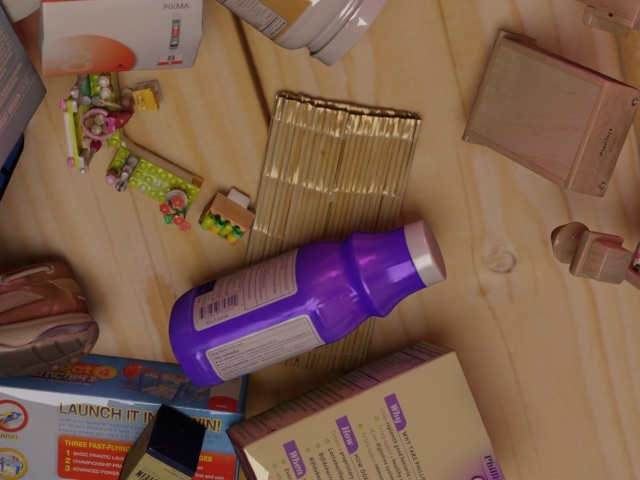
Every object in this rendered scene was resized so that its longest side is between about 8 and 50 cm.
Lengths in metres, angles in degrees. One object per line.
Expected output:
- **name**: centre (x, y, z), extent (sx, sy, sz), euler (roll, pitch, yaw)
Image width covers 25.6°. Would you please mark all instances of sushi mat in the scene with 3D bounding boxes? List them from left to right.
- **sushi mat**: centre (0.000, 0.000, 1.479), extent (0.151, 0.019, 0.316), euler (10, 118, -4)

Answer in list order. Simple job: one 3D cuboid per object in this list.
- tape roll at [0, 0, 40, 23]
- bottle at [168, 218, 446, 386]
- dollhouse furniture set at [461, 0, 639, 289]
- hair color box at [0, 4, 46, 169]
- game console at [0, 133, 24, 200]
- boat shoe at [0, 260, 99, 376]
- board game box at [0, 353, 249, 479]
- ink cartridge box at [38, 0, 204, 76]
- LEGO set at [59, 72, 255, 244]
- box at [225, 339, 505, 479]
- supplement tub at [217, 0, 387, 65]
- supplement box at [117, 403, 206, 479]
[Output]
- **tape roll**: centre (-0.377, -0.340, 1.193), extent (0.392, 0.072, 0.392), euler (15, 145, 11)
- **bottle**: centre (-0.013, 0.058, 1.434), extent (0.283, 0.118, 0.092), euler (-21, 114, 13)
- **dollhouse furniture set**: centre (0.344, -0.115, 1.394), extent (0.355, 0.174, 0.303), euler (8, 107, -34)
- **hair color box**: centre (-0.401, -0.227, 1.197), extent (0.185, 0.113, 0.374), euler (6, 142, 23)
- **game console**: centre (-0.461, -0.006, 1.386), extent (0.293, 0.250, 0.173), euler (9, 128, -2)
- **boat shoe**: centre (-0.397, 0.089, 1.452), extent (0.324, 0.116, 0.123), euler (-7, 159, -24)
- **board game box**: centre (-0.246, 0.280, 1.598), extent (0.308, 0.086, 0.302), euler (7, 117, -1)
- **ink cartridge box**: centre (-0.173, -0.198, 1.236), extent (0.145, 0.179, 0.045), euler (-5, 78, -13)
- **LEGO set**: centre (-0.180, -0.087, 1.395), extent (0.132, 0.107, 0.287), euler (-21, 114, 13)
- **box**: centre (0.056, 0.252, 1.474), extent (0.243, 0.117, 0.213), euler (-24, 97, -11)
- **supplement tub**: centre (-0.038, -0.265, 1.277), extent (0.200, 0.144, 0.144), euler (34, 114, -14)
- **supplement box**: centre (-0.169, 0.234, 1.474), extent (0.056, 0.083, 0.083), euler (31, 115, -11)
